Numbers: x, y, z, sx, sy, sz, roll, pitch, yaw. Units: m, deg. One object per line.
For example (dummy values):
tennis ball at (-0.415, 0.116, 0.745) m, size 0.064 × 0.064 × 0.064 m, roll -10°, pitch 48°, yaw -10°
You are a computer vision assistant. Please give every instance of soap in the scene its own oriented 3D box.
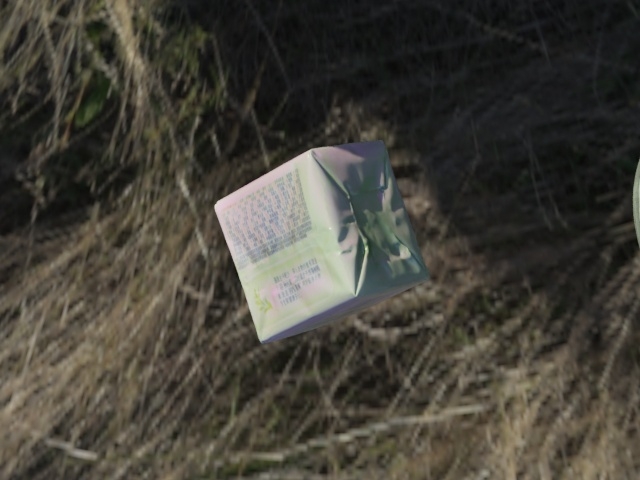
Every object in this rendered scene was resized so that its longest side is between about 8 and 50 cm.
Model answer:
soap at (0.000, 0.000, 1.871) m, size 0.199 × 0.138 × 0.182 m, roll -27°, pitch 80°, yaw 48°

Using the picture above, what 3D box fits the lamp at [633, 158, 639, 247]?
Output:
lamp at (0.387, -0.020, 1.366) m, size 0.233 × 0.233 × 0.265 m, roll 2°, pitch 95°, yaw -1°
